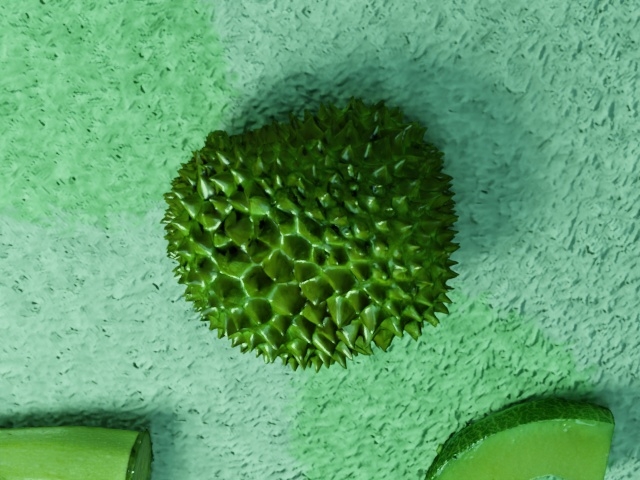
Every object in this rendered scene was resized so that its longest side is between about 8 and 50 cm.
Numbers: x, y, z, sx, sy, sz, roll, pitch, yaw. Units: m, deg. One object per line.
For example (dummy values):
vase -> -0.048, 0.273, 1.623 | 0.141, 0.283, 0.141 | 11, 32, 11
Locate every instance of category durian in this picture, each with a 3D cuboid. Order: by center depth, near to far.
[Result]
durian -> -0.004, 0.001, 1.326 | 0.237, 0.176, 0.200 | -4, 136, -6

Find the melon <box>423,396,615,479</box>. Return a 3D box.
melon -> 0.159, 0.200, 1.466 | 0.209, 0.064, 0.118 | -23, 111, 12

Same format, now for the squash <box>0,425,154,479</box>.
squash -> -0.258, 0.205, 1.494 | 0.224, 0.094, 0.094 | 2, 116, 10
